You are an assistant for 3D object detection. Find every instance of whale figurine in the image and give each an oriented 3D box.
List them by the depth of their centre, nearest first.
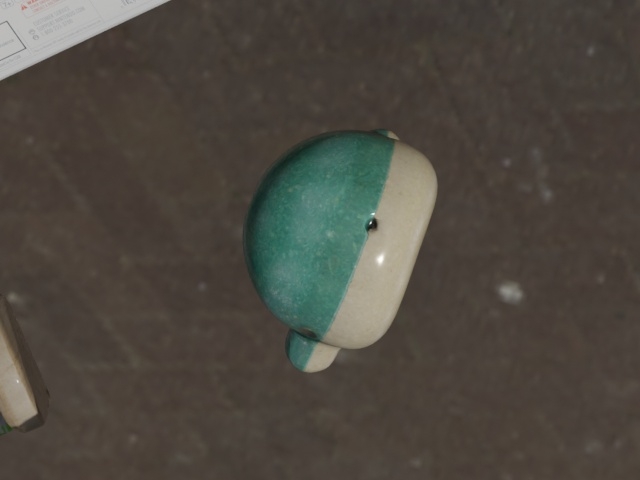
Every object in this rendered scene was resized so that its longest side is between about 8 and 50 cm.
[{"bbox_3d":[0.000,0.000,1.657,0.141,0.216,0.272,21,171,-7],"label":"whale figurine"}]

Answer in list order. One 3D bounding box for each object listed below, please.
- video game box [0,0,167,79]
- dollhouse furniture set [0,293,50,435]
[{"bbox_3d":[-0.199,-0.212,1.310,0.205,0.048,0.187,-23,127,12],"label":"video game box"},{"bbox_3d":[-0.372,-0.005,0.981,0.256,0.362,0.394,-157,46,-84],"label":"dollhouse furniture set"}]
